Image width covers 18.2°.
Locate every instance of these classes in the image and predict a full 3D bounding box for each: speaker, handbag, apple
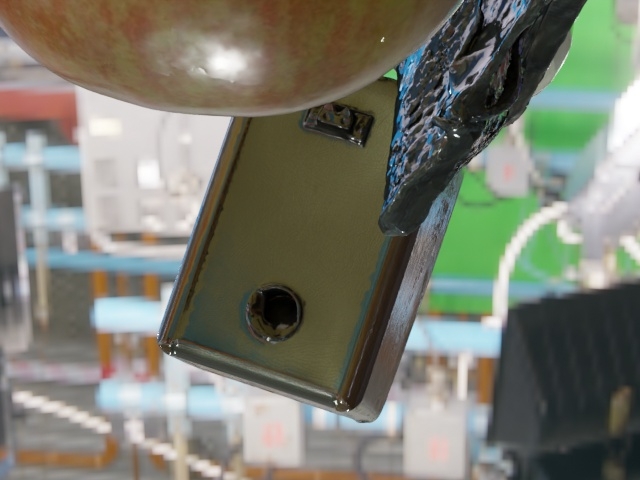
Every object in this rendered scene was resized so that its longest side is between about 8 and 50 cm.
[{"bbox_3d":[0.000,0.000,1.444,0.153,0.231,0.192,18,175,9],"label":"speaker"},{"bbox_3d":[0.112,-0.135,1.163,0.088,0.270,0.175,29,-156,-2],"label":"handbag"},{"bbox_3d":[-0.030,-0.137,0.602,0.188,0.174,0.188,0,-138,0],"label":"apple"}]

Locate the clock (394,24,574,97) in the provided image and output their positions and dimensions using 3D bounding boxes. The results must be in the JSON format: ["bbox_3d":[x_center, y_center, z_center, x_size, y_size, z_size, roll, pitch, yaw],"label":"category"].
[{"bbox_3d":[0.110,-0.290,1.568,0.184,0.342,0.326,-17,-163,17],"label":"clock"}]
